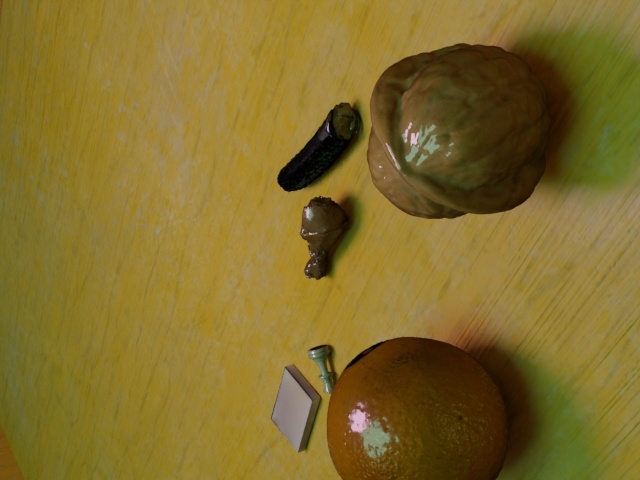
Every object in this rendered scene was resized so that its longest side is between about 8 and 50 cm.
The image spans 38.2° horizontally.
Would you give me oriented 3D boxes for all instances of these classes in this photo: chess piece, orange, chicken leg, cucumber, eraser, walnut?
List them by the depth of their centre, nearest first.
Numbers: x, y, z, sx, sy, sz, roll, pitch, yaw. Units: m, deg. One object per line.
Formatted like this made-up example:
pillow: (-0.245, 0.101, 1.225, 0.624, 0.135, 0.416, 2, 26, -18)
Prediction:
walnut: (0.174, -0.134, 1.186, 0.224, 0.257, 0.257, -46, 63, 48)
orange: (0.138, 0.272, 1.353, 0.274, 0.274, 0.274, 21, 117, 49)
cucumber: (-0.009, -0.144, 1.601, 0.245, 0.067, 0.067, -47, 63, 52)
chicken leg: (0.003, 0.001, 1.618, 0.069, 0.085, 0.198, 27, 139, 19)
chess piece: (0.007, 0.243, 1.717, 0.042, 0.042, 0.093, -9, 99, 55)
eraser: (-0.050, 0.335, 1.835, 0.104, 0.023, 0.150, 45, 134, 37)
